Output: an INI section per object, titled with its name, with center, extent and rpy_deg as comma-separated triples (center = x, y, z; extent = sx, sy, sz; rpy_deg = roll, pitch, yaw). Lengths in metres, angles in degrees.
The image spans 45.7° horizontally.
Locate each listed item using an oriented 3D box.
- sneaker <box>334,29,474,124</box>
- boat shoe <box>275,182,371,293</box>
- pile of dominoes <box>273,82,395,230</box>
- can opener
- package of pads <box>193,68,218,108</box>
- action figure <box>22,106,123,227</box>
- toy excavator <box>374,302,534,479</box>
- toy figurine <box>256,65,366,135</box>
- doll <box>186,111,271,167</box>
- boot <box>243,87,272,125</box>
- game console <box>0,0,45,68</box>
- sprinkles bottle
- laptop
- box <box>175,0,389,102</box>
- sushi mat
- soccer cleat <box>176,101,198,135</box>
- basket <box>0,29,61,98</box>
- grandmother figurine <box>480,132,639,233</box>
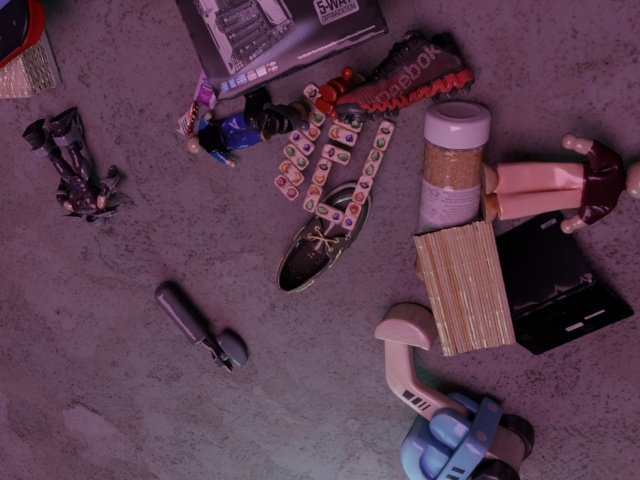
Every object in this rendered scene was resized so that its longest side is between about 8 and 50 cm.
[sneaker]
center = 0.138, -0.290, 1.332
extent = 0.097, 0.276, 0.135
rpy_deg = 13, 123, 67
[boat shoe]
center = 0.004, 0.003, 1.624
extent = 0.109, 0.091, 0.305
rpy_deg = 36, 125, -5
[pile of dominoes]
center = 0.018, -0.165, 1.503
extent = 0.195, 0.040, 0.251
rpy_deg = 23, 107, 6
[can opener]
center = -0.289, 0.208, 1.881
extent = 0.095, 0.076, 0.283
rpy_deg = -37, 106, 0
[package of pads]
center = -0.224, -0.314, 1.544
extent = 0.050, 0.032, 0.083
rpy_deg = 28, 125, 4
[action figure]
center = -0.548, -0.148, 1.726
extent = 0.185, 0.099, 0.285
rpy_deg = -11, 120, 17
[toy excavator]
center = 0.268, 0.410, 1.732
extent = 0.445, 0.222, 0.433
rpy_deg = 30, 124, 10
[toy figurine]
center = -0.034, -0.311, 1.399
extent = 0.209, 0.148, 0.213
rpy_deg = -20, 98, 35
[doll]
center = -0.199, -0.214, 1.589
extent = 0.188, 0.046, 0.129
rpy_deg = -10, 116, 24
[boot]
center = -0.142, -0.289, 1.481
extent = 0.045, 0.121, 0.099
rpy_deg = -20, 119, 26
[game console]
center = -0.712, -0.509, 1.495
extent = 0.341, 0.060, 0.387
rpy_deg = -22, 87, 28
[sprinkles bottle]
center = 0.249, -0.084, 1.467
extent = 0.121, 0.121, 0.356
rpy_deg = 9, 123, 14
[laptop]
center = 0.465, 0.095, 1.570
extent = 0.234, 0.137, 0.264
rpy_deg = -31, 132, 32
[box]
center = -0.071, -0.395, 1.242
extent = 0.307, 0.076, 0.243
rpy_deg = -20, 99, 12
[sushi mat]
center = 0.288, 0.101, 1.502
extent = 0.151, 0.019, 0.317
rpy_deg = -15, 121, 8
[soccer cleat]
center = -0.282, -0.258, 1.602
extent = 0.035, 0.029, 0.083
rpy_deg = 23, 130, 0
[basket]
center = -0.641, -0.387, 1.600
extent = 0.113, 0.103, 0.167
rpy_deg = 1, 122, 20
[grandmother figurine]
center = 0.464, -0.095, 1.361
extent = 0.342, 0.104, 0.208
rpy_deg = -6, 138, 6
